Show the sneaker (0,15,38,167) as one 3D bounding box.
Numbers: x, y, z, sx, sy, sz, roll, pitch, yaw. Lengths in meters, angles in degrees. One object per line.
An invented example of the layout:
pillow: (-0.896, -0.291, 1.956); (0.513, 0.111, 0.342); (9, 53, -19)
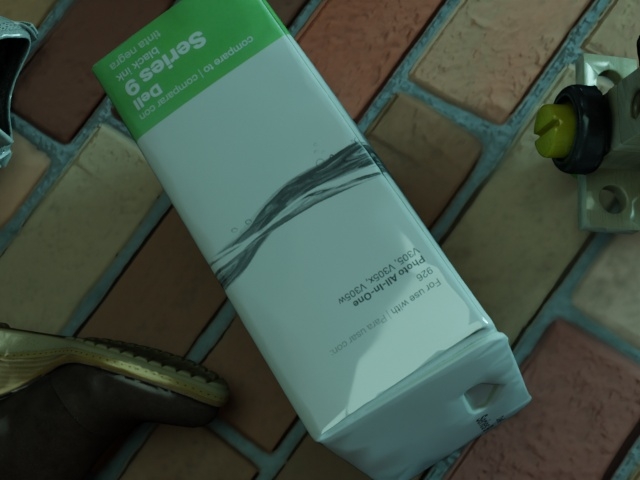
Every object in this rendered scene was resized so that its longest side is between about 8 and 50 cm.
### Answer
sneaker: (-0.305, -0.070, 0.937); (0.115, 0.105, 0.281); (3, 72, 18)

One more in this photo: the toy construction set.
toy construction set: (0.280, -0.044, 0.734); (0.258, 0.237, 0.308); (-22, 82, -23)

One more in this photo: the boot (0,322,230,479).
boot: (-0.193, 0.171, 0.848); (0.249, 0.090, 0.206); (7, 86, 18)

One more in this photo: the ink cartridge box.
ink cartridge box: (0.000, 0.000, 0.762); (0.122, 0.211, 0.289); (-34, 65, 3)
